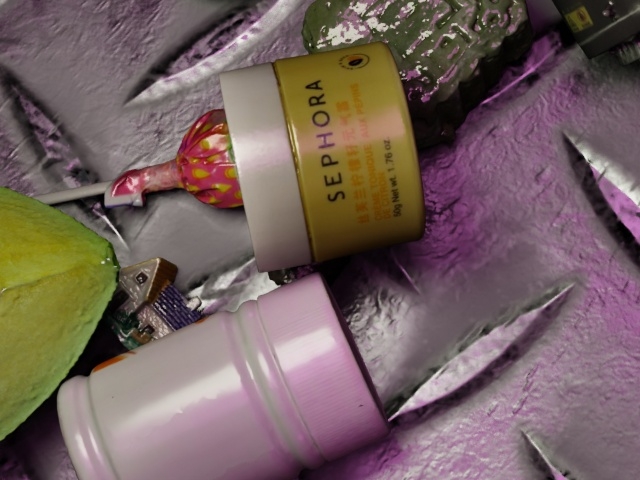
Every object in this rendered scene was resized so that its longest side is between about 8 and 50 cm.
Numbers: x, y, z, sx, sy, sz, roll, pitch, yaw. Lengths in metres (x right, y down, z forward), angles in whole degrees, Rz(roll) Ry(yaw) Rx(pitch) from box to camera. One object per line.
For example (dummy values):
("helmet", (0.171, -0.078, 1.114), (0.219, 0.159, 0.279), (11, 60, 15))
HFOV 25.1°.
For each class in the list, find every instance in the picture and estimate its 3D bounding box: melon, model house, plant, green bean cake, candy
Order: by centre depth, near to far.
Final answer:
("melon", (-0.436, 0.045, 1.580), (0.331, 0.226, 0.343), (-53, 50, 4))
("plant", (0.000, 0.000, 1.653), (0.094, 0.092, 0.143), (35, 90, 22))
("model house", (-0.195, 0.076, 1.660), (0.100, 0.088, 0.100), (-42, 78, -2))
("green bean cake", (0.111, -0.236, 1.678), (0.227, 0.125, 0.222), (-45, 74, 1))
("candy", (-0.220, -0.074, 1.707), (0.365, 0.124, 0.124), (-10, 75, 14))

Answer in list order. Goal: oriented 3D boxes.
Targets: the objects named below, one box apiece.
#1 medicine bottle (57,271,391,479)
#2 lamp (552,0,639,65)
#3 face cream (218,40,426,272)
("medicine bottle", (-0.103, 0.183, 1.562), (0.316, 0.202, 0.202), (-23, 74, 2))
("lamp", (0.330, -0.328, 1.593), (0.374, 0.205, 0.272), (-12, 82, -28))
("face cream", (0.001, -0.088, 1.512), (0.179, 0.218, 0.218), (-11, 75, -2))
